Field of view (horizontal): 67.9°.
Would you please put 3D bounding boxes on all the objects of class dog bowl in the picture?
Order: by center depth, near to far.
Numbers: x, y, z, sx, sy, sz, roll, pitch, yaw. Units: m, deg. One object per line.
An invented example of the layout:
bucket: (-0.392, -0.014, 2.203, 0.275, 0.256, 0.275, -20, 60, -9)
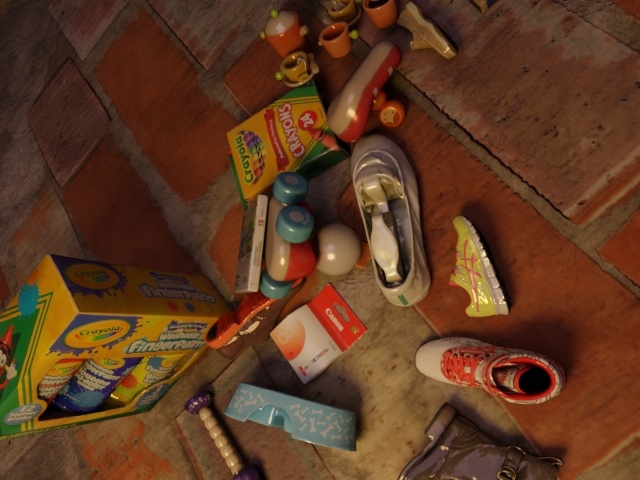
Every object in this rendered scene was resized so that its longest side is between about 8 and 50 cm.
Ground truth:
dog bowl: (-0.059, 0.359, 0.986, 0.297, 0.166, 0.074, 5, 70, 29)

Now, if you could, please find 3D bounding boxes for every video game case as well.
video game case: (-0.163, 0.018, 1.098, 0.026, 0.227, 0.206, 8, 81, -16)

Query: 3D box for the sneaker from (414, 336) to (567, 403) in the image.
sneaker: (0.282, 0.222, 0.837, 0.270, 0.145, 0.090, 3, 81, 29)

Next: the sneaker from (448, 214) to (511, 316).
sneaker: (0.283, 0.051, 0.909, 0.094, 0.081, 0.208, -23, 70, 24)

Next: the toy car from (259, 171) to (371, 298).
toy car: (0.000, 0.000, 1.031, 0.210, 0.238, 0.219, -100, 22, -44)

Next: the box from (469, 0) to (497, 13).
box: (0.397, -0.610, 1.012, 0.225, 0.036, 0.136, -38, 65, 15)

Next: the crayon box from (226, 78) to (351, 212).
crayon box: (-0.106, -0.223, 1.171, 0.319, 0.081, 0.202, -27, 68, 21)

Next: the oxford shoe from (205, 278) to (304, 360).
oxford shoe: (-0.136, 0.172, 1.114, 0.271, 0.098, 0.097, -38, 27, 2)

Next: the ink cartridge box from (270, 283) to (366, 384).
ink cartridge box: (-0.008, 0.205, 1.053, 0.179, 0.045, 0.145, -47, 63, 15)

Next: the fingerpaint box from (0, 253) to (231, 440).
fingerpaint box: (-0.471, 0.240, 1.060, 0.371, 0.445, 0.163, -47, 64, 11)

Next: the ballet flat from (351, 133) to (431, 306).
ballet flat: (0.135, -0.064, 0.982, 0.139, 0.139, 0.400, -18, 71, 24)

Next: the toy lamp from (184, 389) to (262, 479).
toy lamp: (-0.215, 0.475, 1.089, 0.080, 0.080, 0.274, -46, 61, 12)

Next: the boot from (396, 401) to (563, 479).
boot: (0.266, 0.441, 0.831, 0.229, 0.091, 0.262, 29, 92, 30)

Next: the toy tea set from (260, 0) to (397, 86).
toy tea set: (0.010, -0.517, 1.110, 0.336, 0.124, 0.200, -31, 49, 6)

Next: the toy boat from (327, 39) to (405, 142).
toy boat: (0.121, -0.307, 1.044, 0.151, 0.151, 0.231, 36, 76, -11)

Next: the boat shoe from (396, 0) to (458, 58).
boat shoe: (0.232, -0.451, 1.056, 0.072, 0.068, 0.190, -45, 53, 27)
